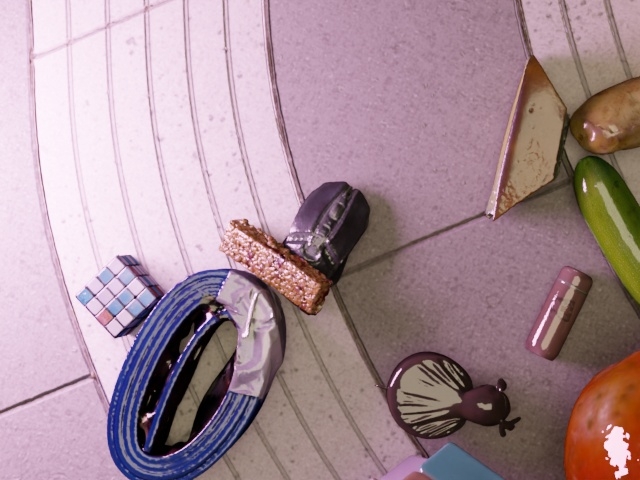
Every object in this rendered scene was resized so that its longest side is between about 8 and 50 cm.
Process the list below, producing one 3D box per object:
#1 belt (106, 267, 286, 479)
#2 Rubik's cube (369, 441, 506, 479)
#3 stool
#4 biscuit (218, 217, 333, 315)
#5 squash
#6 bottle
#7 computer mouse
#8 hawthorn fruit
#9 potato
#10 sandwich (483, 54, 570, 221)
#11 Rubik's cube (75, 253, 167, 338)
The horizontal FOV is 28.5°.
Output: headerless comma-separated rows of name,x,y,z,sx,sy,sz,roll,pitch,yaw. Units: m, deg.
belt,-0.186,0.207,1.901,0.212,0.117,0.347,28,92,6
Rubik's cube,0.165,0.494,1.770,0.368,0.358,0.387,-37,85,45
stool,0.189,0.231,1.868,0.217,0.121,0.125,8,89,7
biscuit,-0.068,0.037,1.895,0.199,0.034,0.064,34,121,25
squash,0.458,0.006,1.867,0.082,0.082,0.292,-31,88,4
bottle,0.357,0.109,1.889,0.053,0.053,0.140,26,91,4
computer mouse,0.000,0.000,1.915,0.105,0.062,0.192,31,94,7
hawthorn fruit,0.530,0.291,1.725,0.402,0.403,0.403,0,90,5
potato,0.453,-0.184,1.865,0.170,0.080,0.107,-24,54,-13
sandwich,0.316,-0.147,1.875,0.096,0.094,0.258,13,92,9
Rubik's cube,-0.301,0.084,1.924,0.092,0.092,0.092,-44,86,3
